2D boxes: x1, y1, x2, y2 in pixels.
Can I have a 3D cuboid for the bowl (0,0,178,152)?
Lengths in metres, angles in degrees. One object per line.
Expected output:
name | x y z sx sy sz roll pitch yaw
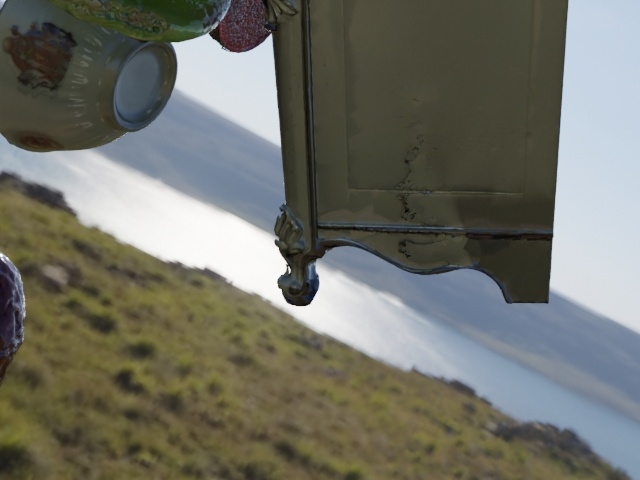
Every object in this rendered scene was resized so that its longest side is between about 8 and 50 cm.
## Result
bowl | -0.315 -0.256 1.603 0.157 0.337 0.337 27 3 23

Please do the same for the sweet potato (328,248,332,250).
sweet potato | 0.000 0.000 1.542 0.049 0.049 0.117 29 40 17

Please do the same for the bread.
bread | -0.236 -0.351 1.283 0.301 0.045 0.301 20 44 -21

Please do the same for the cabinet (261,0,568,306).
cabinet | 0.080 -0.147 0.897 0.227 0.318 0.290 1 26 8

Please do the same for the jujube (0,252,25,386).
jujube | -0.602 0.155 1.852 0.197 0.290 0.197 10 -1 0

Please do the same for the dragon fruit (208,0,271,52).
dragon fruit | -0.131 -0.356 1.581 0.111 0.153 0.153 37 7 28
